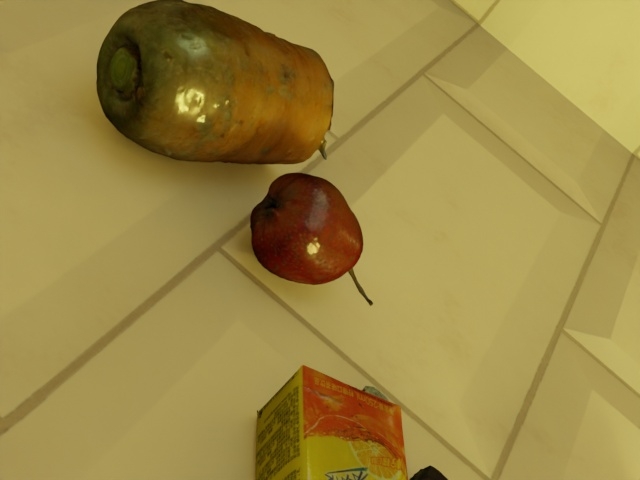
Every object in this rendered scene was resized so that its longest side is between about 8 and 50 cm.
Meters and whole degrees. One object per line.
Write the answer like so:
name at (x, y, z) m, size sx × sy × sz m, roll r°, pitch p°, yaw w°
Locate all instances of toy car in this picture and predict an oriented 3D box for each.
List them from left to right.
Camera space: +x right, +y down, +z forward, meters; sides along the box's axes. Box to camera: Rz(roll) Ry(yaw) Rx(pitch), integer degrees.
toy car at (0.074, 0.226, 1.553) m, size 0.041 × 0.025 × 0.093 m, roll 25°, pitch 34°, yaw -24°

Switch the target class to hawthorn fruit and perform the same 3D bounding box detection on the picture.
hawthorn fruit at (0.000, 0.000, 1.664) m, size 0.203 × 0.163 × 0.162 m, roll 37°, pitch 27°, yaw -32°

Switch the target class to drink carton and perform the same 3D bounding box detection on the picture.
drink carton at (0.013, 0.315, 1.293) m, size 0.155 × 0.111 × 0.351 m, roll 25°, pitch 34°, yaw -21°

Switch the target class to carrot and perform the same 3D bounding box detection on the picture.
carrot at (-0.151, -0.222, 1.711) m, size 0.341 × 0.224 × 0.224 m, roll 4°, pitch 45°, yaw -44°

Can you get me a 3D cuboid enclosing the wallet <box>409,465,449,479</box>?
wallet at (0.175, 0.387, 1.430) m, size 0.229 × 0.049 × 0.182 m, roll 44°, pitch 34°, yaw 12°
